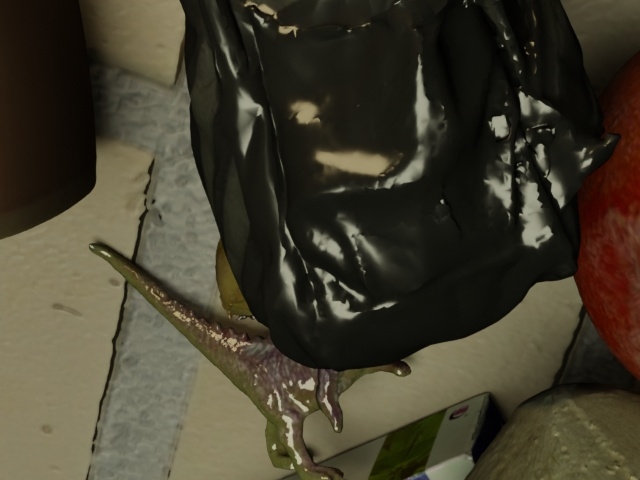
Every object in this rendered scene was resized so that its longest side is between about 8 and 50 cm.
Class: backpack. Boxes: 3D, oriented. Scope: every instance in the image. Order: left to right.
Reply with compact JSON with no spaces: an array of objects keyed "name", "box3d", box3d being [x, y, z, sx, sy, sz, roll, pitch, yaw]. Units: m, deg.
[{"name":"backpack","box3d":[0.033,-0.166,0.939,0.255,0.363,0.445,-15,98,4]}]

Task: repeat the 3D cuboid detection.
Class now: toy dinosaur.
[{"name":"toy dinosaur","box3d":[-0.042,0.088,1.231,0.251,0.072,0.199,-2,102,30]}]

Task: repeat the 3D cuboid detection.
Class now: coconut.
[{"name":"coconut","box3d":[0.195,0.208,1.041,0.239,0.239,0.244,-23,97,24]}]

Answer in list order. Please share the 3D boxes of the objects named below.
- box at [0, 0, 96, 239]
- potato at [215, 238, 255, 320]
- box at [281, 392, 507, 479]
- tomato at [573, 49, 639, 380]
[{"name":"box","box3d":[-0.300,-0.130,1.083,0.301,0.301,0.216,6,109,14]},{"name":"potato","box3d":[0.000,0.000,1.135,0.172,0.089,0.100,-3,76,20]},{"name":"box","box3d":[0.045,0.273,1.248,0.299,0.106,0.200,-26,102,24]},{"name":"tomato","box3d":[0.275,-0.014,0.980,0.265,0.265,0.265,6,114,14]}]
